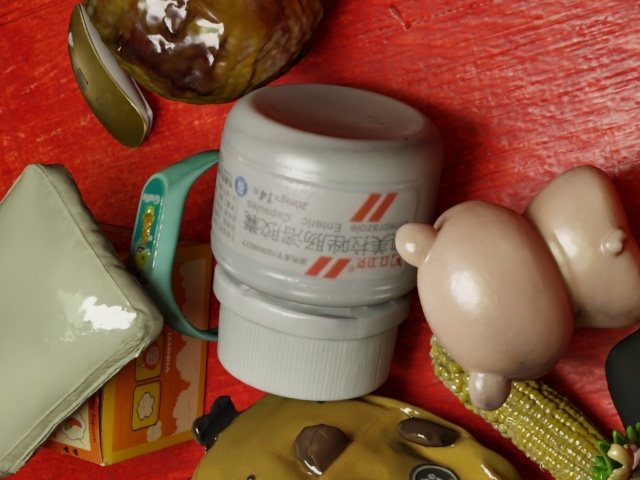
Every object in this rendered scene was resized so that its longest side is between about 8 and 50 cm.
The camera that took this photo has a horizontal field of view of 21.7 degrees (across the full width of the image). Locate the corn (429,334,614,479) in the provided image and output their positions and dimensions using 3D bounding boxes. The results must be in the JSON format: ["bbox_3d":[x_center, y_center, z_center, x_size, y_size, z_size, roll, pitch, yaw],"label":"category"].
[{"bbox_3d":[0.233,0.195,1.822,0.288,0.086,0.086,41,115,21],"label":"corn"}]

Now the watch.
[{"bbox_3d":[-0.127,-0.001,1.972,0.068,0.195,0.237,6,87,53],"label":"watch"}]

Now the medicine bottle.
[{"bbox_3d":[0.000,0.000,1.858,0.245,0.245,0.306,21,115,30],"label":"medicine bottle"}]

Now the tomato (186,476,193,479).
[{"bbox_3d":[-0.058,0.409,1.966,0.309,0.309,0.170,23,131,29],"label":"tomato"}]

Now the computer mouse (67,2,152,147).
[{"bbox_3d":[-0.276,-0.208,2.115,0.199,0.045,0.102,59,152,13],"label":"computer mouse"}]

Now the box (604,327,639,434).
[{"bbox_3d":[0.402,0.162,1.734,0.212,0.042,0.201,-33,79,33],"label":"box"}]

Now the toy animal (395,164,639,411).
[{"bbox_3d":[0.228,0.039,1.725,0.221,0.229,0.210,-25,87,30],"label":"toy animal"}]

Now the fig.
[{"bbox_3d":[-0.155,-0.271,1.966,0.286,0.286,0.369,70,158,7],"label":"fig"}]

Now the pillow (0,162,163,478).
[{"bbox_3d":[-0.343,0.097,1.913,0.322,0.120,0.255,-43,69,26],"label":"pillow"}]

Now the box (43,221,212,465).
[{"bbox_3d":[-0.312,0.115,2.091,0.284,0.214,0.259,10,102,31],"label":"box"}]

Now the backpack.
[{"bbox_3d":[0.027,0.297,1.808,0.378,0.353,0.201,19,127,23],"label":"backpack"}]

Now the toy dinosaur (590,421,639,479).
[{"bbox_3d":[0.373,0.254,1.656,0.177,0.194,0.152,-16,86,58],"label":"toy dinosaur"}]
